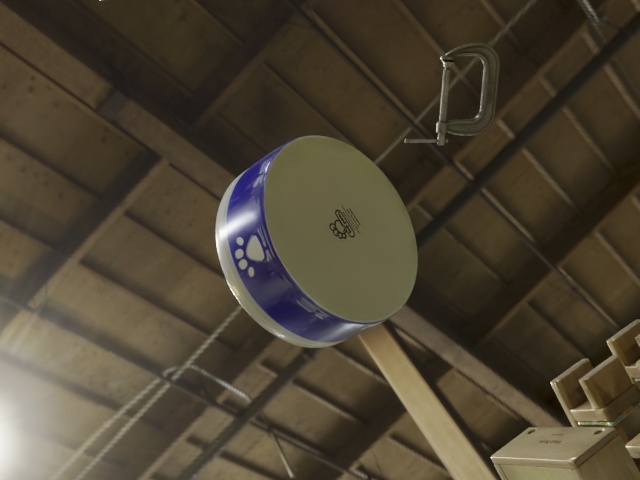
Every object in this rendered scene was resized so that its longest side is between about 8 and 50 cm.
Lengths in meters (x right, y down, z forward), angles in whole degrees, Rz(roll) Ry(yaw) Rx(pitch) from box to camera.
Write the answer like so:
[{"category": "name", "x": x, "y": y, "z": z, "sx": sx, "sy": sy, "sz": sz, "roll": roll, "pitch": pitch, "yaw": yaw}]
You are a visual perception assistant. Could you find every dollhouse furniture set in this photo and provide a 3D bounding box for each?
[{"category": "dollhouse furniture set", "x": 0.276, "y": 0.169, "z": 0.661, "sx": 0.242, "sy": 0.212, "sz": 0.161, "roll": -28, "pitch": -89, "yaw": -25}]

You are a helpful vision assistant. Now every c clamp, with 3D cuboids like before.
[{"category": "c clamp", "x": 0.205, "y": -0.218, "z": 1.327, "sx": 0.137, "sy": 0.022, "sz": 0.161, "roll": 4, "pitch": -74, "yaw": -15}]

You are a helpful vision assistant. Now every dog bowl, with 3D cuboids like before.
[{"category": "dog bowl", "x": 0.000, "y": 0.000, "z": 1.158, "sx": 0.265, "sy": 0.265, "sz": 0.104, "roll": 18, "pitch": -33, "yaw": -34}]
